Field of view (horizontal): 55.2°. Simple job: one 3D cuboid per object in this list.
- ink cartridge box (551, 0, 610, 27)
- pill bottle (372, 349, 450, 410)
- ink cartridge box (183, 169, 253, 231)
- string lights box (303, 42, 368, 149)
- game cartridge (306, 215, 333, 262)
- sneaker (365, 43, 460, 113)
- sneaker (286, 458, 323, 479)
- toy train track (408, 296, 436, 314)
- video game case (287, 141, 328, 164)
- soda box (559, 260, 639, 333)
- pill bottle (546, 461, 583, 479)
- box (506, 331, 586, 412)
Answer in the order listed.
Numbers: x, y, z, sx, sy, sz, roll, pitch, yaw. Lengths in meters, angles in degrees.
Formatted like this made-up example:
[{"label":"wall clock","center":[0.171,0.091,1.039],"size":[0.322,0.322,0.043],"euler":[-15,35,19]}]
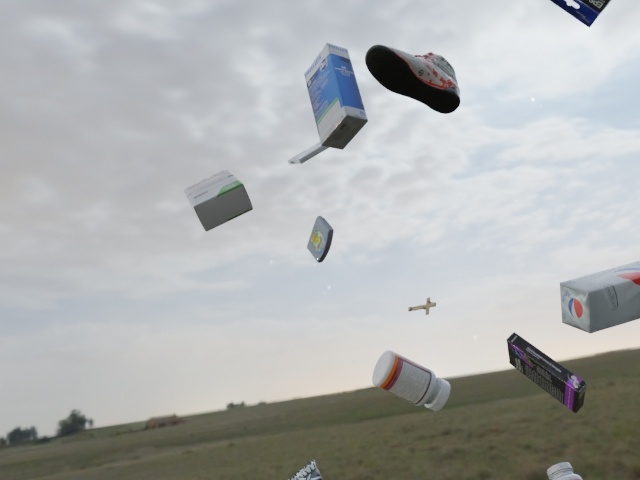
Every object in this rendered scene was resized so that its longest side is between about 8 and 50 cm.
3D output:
[{"label":"ink cartridge box","center":[0.664,-0.670,1.446],"size":[0.065,0.165,0.332],"euler":[-45,-11,-34]},{"label":"pill bottle","center":[0.282,0.438,1.899],"size":[0.221,0.121,0.121],"euler":[27,-23,-8]},{"label":"ink cartridge box","center":[-0.315,-0.127,1.866],"size":[0.160,0.092,0.219],"euler":[-26,24,-10]},{"label":"string lights box","center":[0.038,-0.396,1.678],"size":[0.077,0.259,0.133],"euler":[6,-32,-32]},{"label":"game cartridge","center":[0.000,0.000,1.204],"size":[0.017,0.056,0.083],"euler":[-9,-48,-36]},{"label":"sneaker","center":[0.229,-0.426,1.523],"size":[0.270,0.144,0.090],"euler":[25,-46,-17]},{"label":"sneaker","center":[-0.062,0.793,1.943],"size":[0.078,0.106,0.234],"euler":[-45,-16,29]},{"label":"toy train track","center":[0.256,0.168,1.557],"size":[0.083,0.048,0.014],"euler":[-18,-39,42]},{"label":"video game case","center":[-0.015,-0.340,2.282],"size":[0.201,0.023,0.183],"euler":[-32,14,-11]},{"label":"soda box","center":[0.668,0.113,1.333],"size":[0.287,0.097,0.091],"euler":[-12,13,-17]},{"label":"pill bottle","center":[0.643,0.656,1.560],"size":[0.087,0.160,0.087],"euler":[-7,-45,-7]},{"label":"box","center":[0.439,0.257,1.196],"size":[0.029,0.162,0.116],"euler":[-44,-36,-13]}]
